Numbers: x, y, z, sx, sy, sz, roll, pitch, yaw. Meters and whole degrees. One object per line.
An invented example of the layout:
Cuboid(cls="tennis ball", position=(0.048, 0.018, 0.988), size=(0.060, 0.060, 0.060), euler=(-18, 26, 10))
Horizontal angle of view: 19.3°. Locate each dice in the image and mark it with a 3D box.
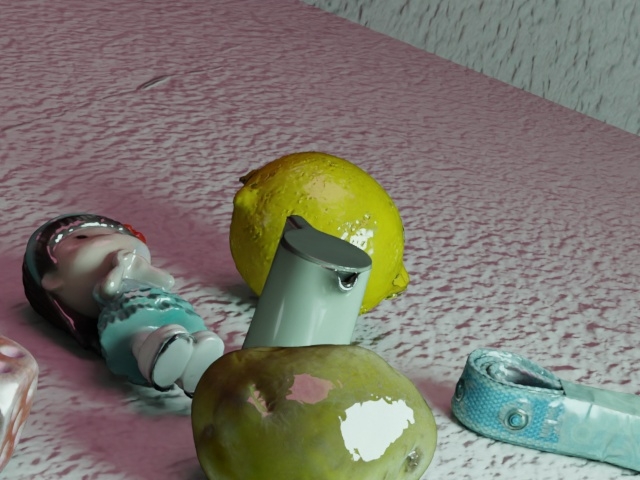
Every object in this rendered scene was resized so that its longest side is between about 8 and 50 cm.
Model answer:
Cuboid(cls="dice", position=(-0.270, 0.122, 1.416), size=(0.093, 0.091, 0.094), euler=(18, 16, 1))

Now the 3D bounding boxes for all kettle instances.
Cuboid(cls="kettle", position=(-0.013, 0.068, 1.736), size=(0.098, 0.148, 0.127), euler=(18, 16, 3))

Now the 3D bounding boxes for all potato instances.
Cuboid(cls="potato", position=(-0.006, 0.152, 1.521), size=(0.200, 0.137, 0.154), euler=(3, -8, -39))

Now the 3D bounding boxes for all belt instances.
Cuboid(cls="belt", position=(0.276, 0.174, 1.819), size=(0.302, 0.072, 0.087), euler=(15, 20, -8))

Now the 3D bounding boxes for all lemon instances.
Cuboid(cls="lemon", position=(0.000, 0.000, 1.927), size=(0.206, 0.173, 0.173), euler=(27, 17, -2))

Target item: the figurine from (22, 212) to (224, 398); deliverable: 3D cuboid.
Cuboid(cls="figurine", position=(-0.172, 0.059, 1.695), size=(0.138, 0.110, 0.245), euler=(15, 18, -43))
